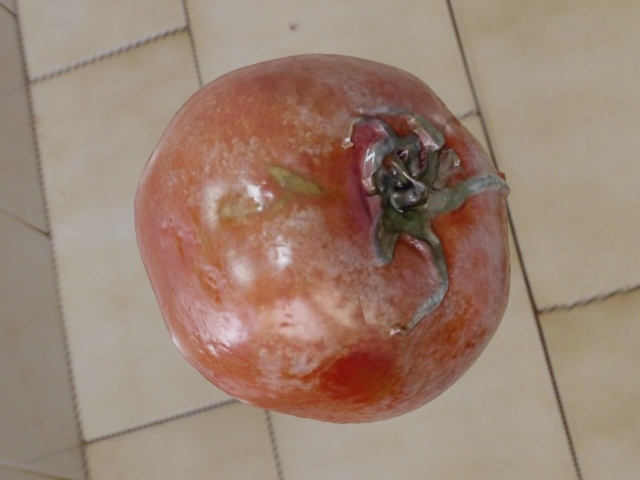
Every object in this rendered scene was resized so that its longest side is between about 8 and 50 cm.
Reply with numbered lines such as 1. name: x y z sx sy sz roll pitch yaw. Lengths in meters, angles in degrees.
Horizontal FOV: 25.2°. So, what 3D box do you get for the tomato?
1. tomato: 0.000 0.004 0.861 0.188 0.232 0.232 -22 63 52
